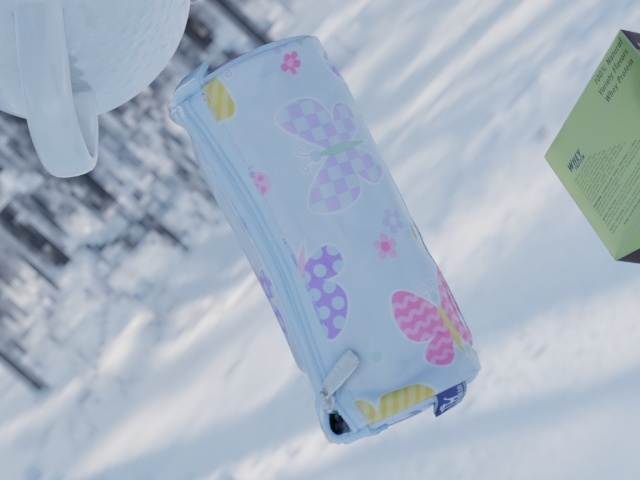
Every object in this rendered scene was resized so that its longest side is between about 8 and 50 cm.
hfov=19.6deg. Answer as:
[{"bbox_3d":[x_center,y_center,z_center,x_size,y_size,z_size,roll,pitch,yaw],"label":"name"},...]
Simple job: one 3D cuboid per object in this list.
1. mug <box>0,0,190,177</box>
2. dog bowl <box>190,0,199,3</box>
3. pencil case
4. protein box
[{"bbox_3d":[-0.260,-0.243,1.756,0.276,0.374,0.328,-8,-13,-3],"label":"mug"},{"bbox_3d":[-0.216,-0.460,2.247,0.150,0.408,0.408,-30,9,3],"label":"dog bowl"},{"bbox_3d":[0.000,0.000,1.241,0.124,0.273,0.113,-23,-3,-30],"label":"pencil case"},{"bbox_3d":[0.406,-0.107,2.220,0.200,0.136,0.201,-62,37,30],"label":"protein box"}]
